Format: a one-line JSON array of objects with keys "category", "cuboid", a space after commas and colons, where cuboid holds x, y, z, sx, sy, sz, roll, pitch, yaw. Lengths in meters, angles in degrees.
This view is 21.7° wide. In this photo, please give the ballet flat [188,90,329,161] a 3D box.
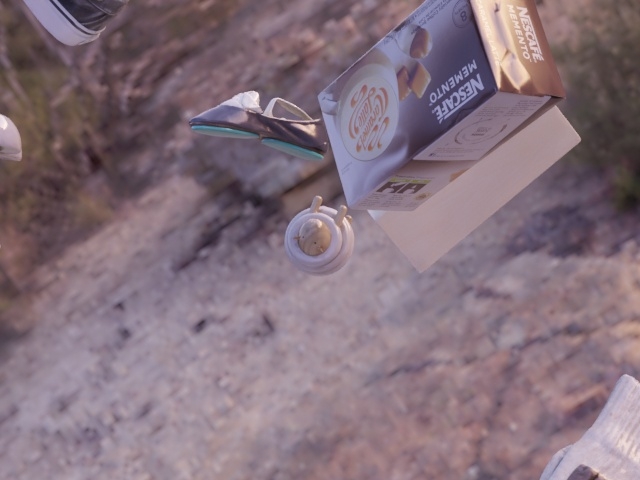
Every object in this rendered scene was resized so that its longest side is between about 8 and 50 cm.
[{"category": "ballet flat", "cuboid": [-0.078, -0.156, 2.174, 0.074, 0.203, 0.074, -30, 54, 53]}]

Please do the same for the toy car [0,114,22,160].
[{"category": "toy car", "cuboid": [-0.388, -0.057, 1.725, 0.182, 0.136, 0.159, 163, 120, -80]}]

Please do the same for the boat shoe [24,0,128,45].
[{"category": "boat shoe", "cuboid": [-0.349, -0.389, 1.969, 0.119, 0.335, 0.121, -32, 20, 28]}]

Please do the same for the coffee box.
[{"category": "coffee box", "cuboid": [0.118, -0.146, 1.693, 0.098, 0.141, 0.246, 1, -26, -38]}]

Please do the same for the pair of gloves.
[{"category": "pair of gloves", "cuboid": [0.292, 0.254, 1.391, 0.204, 0.240, 0.042, -45, -3, -22]}]

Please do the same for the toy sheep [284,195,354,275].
[{"category": "toy sheep", "cuboid": [0.000, 0.000, 1.958, 0.091, 0.091, 0.132, -32, -16, 3]}]

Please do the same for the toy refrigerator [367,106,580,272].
[{"category": "toy refrigerator", "cuboid": [0.191, -0.091, 2.155, 0.269, 0.102, 0.094, -41, 22, 3]}]
